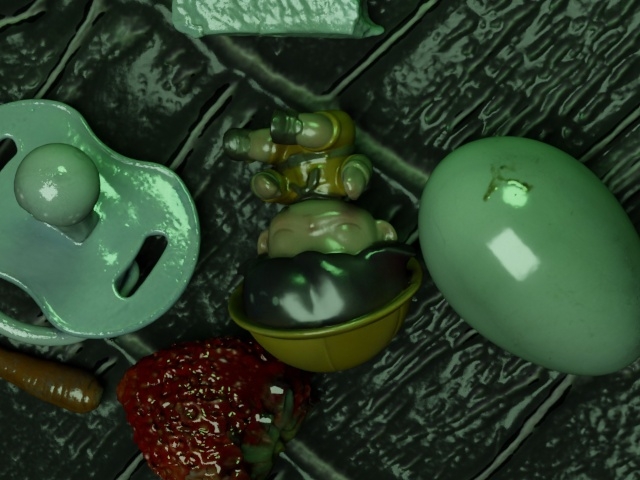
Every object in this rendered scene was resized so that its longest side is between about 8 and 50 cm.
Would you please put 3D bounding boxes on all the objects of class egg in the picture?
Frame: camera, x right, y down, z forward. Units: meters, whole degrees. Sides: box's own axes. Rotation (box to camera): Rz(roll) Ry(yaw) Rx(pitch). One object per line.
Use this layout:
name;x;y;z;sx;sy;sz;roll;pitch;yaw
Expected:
egg;0.206;0.018;1.502;0.264;0.183;0.183;45;113;-7

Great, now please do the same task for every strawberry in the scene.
strawberry;-0.117;0.177;1.653;0.201;0.184;0.187;26;108;17

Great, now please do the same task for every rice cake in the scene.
rice cake;-0.045;-0.228;1.560;0.206;0.069;0.063;3;107;16

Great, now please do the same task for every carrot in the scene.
carrot;-0.335;0.139;1.773;0.216;0.048;0.048;20;111;14

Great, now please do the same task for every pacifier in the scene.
pacifier;-0.266;-0.026;1.597;0.287;0.226;0.238;35;73;7

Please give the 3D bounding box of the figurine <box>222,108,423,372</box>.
figurine;0.003;0.000;1.570;0.192;0.167;0.257;-6;83;31

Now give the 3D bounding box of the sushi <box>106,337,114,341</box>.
sushi;-0.242;0.057;1.716;0.099;0.047;0.050;45;110;-3
